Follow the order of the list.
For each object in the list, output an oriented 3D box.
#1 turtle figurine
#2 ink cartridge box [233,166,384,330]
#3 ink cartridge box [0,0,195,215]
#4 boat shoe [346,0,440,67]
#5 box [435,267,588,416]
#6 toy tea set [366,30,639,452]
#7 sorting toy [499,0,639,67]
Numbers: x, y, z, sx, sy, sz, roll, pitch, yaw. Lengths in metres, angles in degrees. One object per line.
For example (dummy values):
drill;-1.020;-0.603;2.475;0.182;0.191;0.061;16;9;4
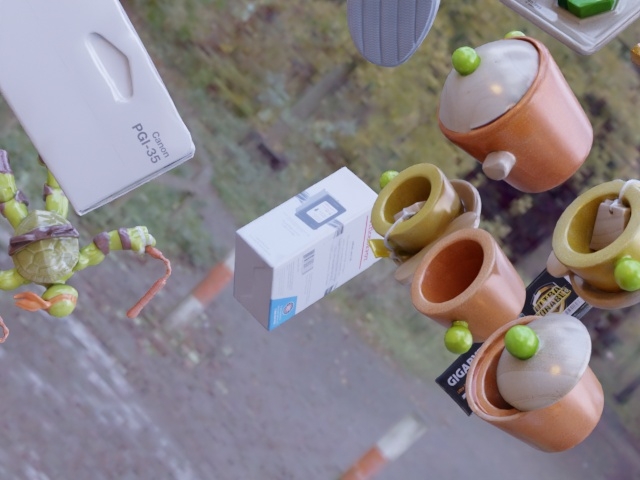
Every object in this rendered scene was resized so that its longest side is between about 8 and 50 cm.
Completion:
turtle figurine;-0.314;0.002;1.381;0.087;0.269;0.217;70;1;-69
ink cartridge box;0.000;0.000;1.275;0.060;0.180;0.104;42;-33;27
ink cartridge box;-0.224;-0.176;1.107;0.207;0.117;0.283;63;-3;-27
boat shoe;0.099;-0.343;1.464;0.109;0.302;0.094;16;41;8
box;0.307;0.071;1.599;0.073;0.293;0.295;49;26;11
toy tea set;0.120;-0.017;0.857;0.124;0.200;0.336;41;13;-32
sorting toy;0.332;-0.297;1.411;0.307;0.229;0.041;44;-16;37
